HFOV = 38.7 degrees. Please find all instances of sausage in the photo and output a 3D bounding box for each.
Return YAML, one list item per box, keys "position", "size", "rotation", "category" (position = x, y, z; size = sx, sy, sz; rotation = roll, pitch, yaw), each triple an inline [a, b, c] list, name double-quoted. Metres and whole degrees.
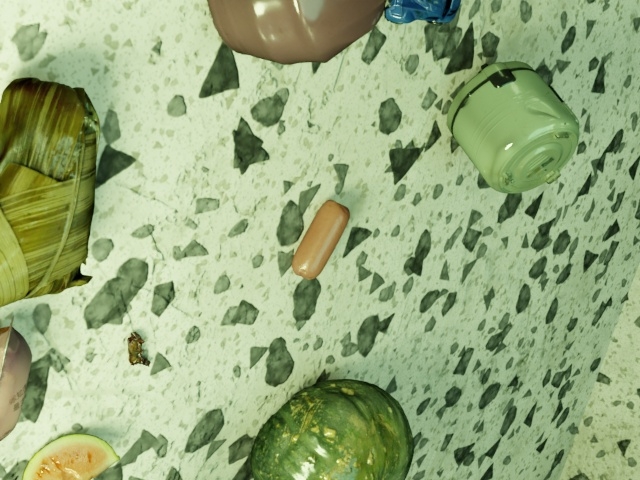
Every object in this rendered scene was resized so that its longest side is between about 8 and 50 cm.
- position: [0.000, 0.000, 1.668]
  size: [0.062, 0.062, 0.154]
  rotation: [32, 86, -53]
  category: "sausage"

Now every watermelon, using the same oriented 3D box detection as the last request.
- position: [-0.403, 0.361, 1.416]
  size: [0.163, 0.087, 0.069]
  rotation: [-31, 164, -33]
  category: "watermelon"

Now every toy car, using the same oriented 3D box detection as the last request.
- position: [0.194, -0.433, 1.625]
  size: [0.216, 0.063, 0.103]
  rotation: [-13, 121, -45]
  category: "toy car"

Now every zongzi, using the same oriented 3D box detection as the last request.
- position: [-0.381, -0.042, 1.082]
  size: [0.288, 0.134, 0.286]
  rotation: [-33, 134, -65]
  category: "zongzi"

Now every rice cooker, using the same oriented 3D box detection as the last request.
- position: [0.384, -0.231, 1.834]
  size: [0.226, 0.244, 0.226]
  rotation: [-23, 147, -16]
  category: "rice cooker"

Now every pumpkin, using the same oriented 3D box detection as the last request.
- position: [0.023, 0.421, 1.797]
  size: [0.327, 0.257, 0.292]
  rotation: [2, 123, -58]
  category: "pumpkin"

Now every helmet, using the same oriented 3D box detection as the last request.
- position: [0.003, -0.395, 1.318]
  size: [0.338, 0.197, 0.271]
  rotation: [-43, 137, -23]
  category: "helmet"

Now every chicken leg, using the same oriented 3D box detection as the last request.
- position: [-0.296, 0.181, 1.464]
  size: [0.036, 0.021, 0.083]
  rotation: [-45, 141, -36]
  category: "chicken leg"

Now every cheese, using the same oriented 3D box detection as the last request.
- position: [-0.442, 0.225, 1.219]
  size: [0.074, 0.189, 0.286]
  rotation: [15, 121, -17]
  category: "cheese"
